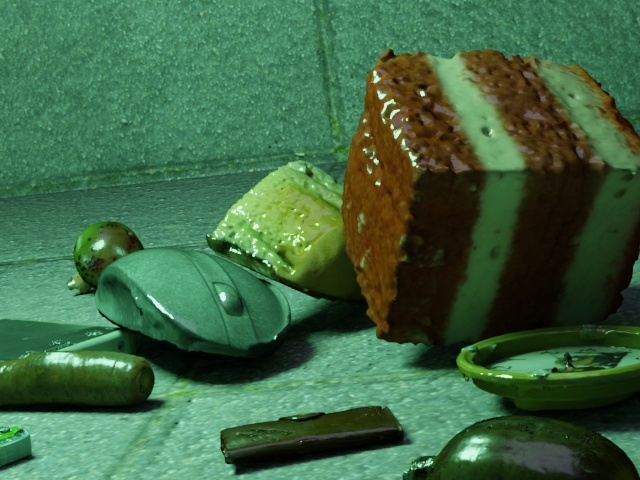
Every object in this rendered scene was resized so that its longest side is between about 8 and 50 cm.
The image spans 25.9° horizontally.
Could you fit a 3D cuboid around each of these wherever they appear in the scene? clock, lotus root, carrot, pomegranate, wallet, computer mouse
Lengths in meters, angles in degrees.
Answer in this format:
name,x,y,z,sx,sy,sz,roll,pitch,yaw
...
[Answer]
name,x,y,z,sx,sy,sz,roll,pitch,yaw
clock,0.257,0.134,1.432,0.237,0.057,0.237,-6,8,1
lotus root,0.155,0.188,1.054,0.209,0.120,0.120,2,14,32
carrot,-0.351,0.165,1.650,0.342,0.070,0.070,-4,11,23
pomegranate,-0.344,0.033,2.257,0.130,0.130,0.130,-7,10,1
wallet,-0.012,0.191,1.385,0.176,0.026,0.095,-8,8,-8
computer mouse,-0.172,0.071,1.792,0.203,0.114,0.374,9,2,-31

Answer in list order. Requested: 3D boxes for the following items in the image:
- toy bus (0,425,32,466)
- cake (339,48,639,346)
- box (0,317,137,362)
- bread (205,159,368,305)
name,x,y,z,sx,sy,sz,roll,pitch,yaw
toy bus,-0.340,0.218,1.444,0.083,0.031,0.037,-16,21,-41
cake,0.204,-0.052,1.671,0.319,0.270,0.270,-2,39,-15
box,-0.404,0.146,1.840,0.270,0.045,0.210,2,12,41
bread,0.000,0.000,1.892,0.204,0.163,0.262,35,15,22
